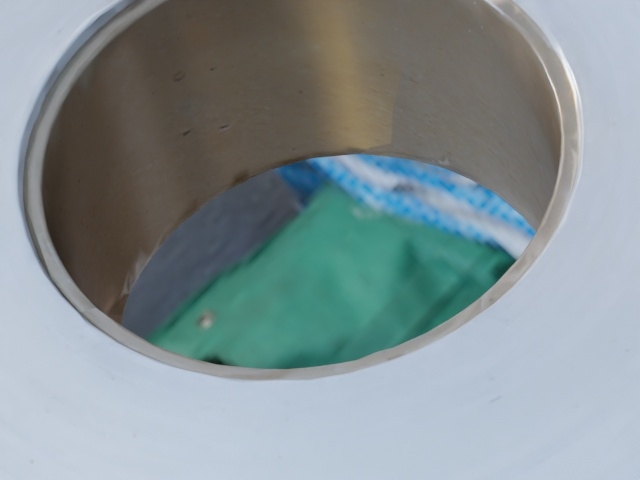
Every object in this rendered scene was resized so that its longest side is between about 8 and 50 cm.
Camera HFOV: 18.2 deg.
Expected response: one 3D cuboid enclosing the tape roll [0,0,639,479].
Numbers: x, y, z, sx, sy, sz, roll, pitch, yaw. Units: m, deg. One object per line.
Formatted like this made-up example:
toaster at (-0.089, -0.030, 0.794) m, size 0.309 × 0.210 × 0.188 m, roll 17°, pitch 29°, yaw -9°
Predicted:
tape roll at (0.000, 0.000, 0.563) m, size 0.286 × 0.286 × 0.100 m, roll 35°, pitch 156°, yaw 29°
